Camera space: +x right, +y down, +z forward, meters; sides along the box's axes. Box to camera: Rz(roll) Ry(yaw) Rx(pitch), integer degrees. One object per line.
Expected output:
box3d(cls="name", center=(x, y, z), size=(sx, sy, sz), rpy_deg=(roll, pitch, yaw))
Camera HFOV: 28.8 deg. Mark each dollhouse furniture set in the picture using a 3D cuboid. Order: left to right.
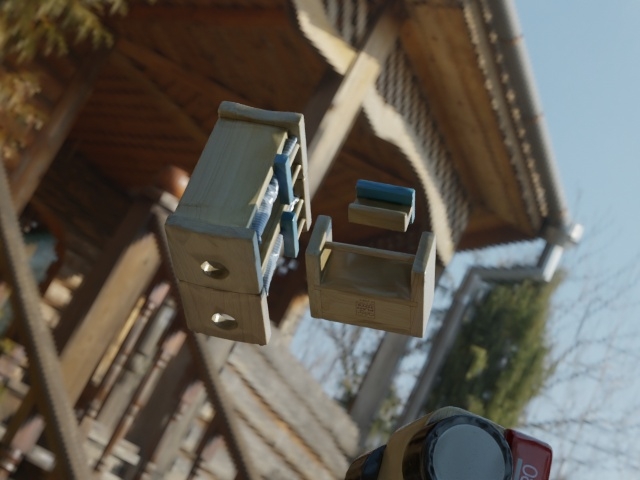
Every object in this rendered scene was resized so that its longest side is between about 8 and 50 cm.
box3d(cls="dollhouse furniture set", center=(0.000, 0.000, 0.926), size=(0.184, 0.129, 0.129), rpy_deg=(10, -38, 12))

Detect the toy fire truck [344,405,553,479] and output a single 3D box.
box3d(cls="toy fire truck", center=(0.120, 0.239, 0.723), size=(0.246, 0.217, 0.158), rpy_deg=(22, -26, -13))
